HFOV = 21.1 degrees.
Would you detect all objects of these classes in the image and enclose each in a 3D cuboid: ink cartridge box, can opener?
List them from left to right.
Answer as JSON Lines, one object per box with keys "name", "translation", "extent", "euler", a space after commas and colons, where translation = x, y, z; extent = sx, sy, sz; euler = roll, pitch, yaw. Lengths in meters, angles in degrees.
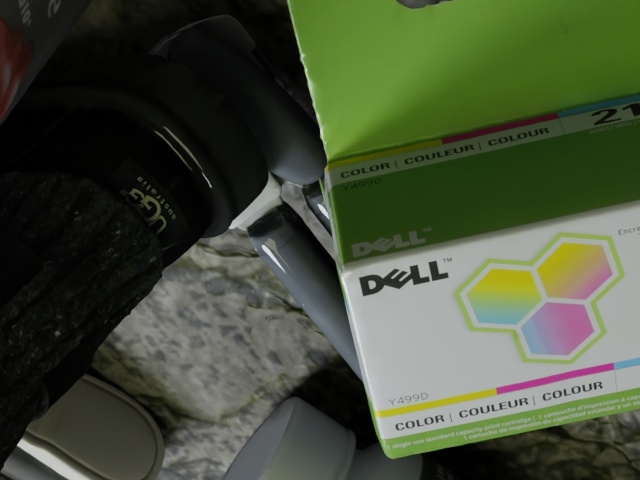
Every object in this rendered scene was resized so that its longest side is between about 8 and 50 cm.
{"name": "can opener", "translation": [0.000, 0.000, 0.945], "extent": [0.076, 0.095, 0.283], "euler": [-37, 111, 4]}
{"name": "ink cartridge box", "translation": [0.093, -0.031, 0.835], "extent": [0.188, 0.097, 0.255], "euler": [-12, 128, 3]}

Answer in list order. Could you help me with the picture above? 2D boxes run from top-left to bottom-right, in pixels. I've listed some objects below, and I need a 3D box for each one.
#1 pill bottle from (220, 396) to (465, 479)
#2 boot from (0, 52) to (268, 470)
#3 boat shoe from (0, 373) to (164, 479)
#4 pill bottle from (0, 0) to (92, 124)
{"name": "pill bottle", "translation": [0.064, 0.229, 1.093], "extent": [0.283, 0.161, 0.161], "euler": [34, 136, -7]}
{"name": "boot", "translation": [-0.204, 0.030, 0.915], "extent": [0.131, 0.260, 0.348], "euler": [48, 154, -17]}
{"name": "boat shoe", "translation": [-0.262, 0.089, 1.154], "extent": [0.335, 0.112, 0.095], "euler": [37, 131, -15]}
{"name": "pill bottle", "translation": [-0.170, -0.153, 0.729], "extent": [0.176, 0.318, 0.176], "euler": [13, 136, 13]}
